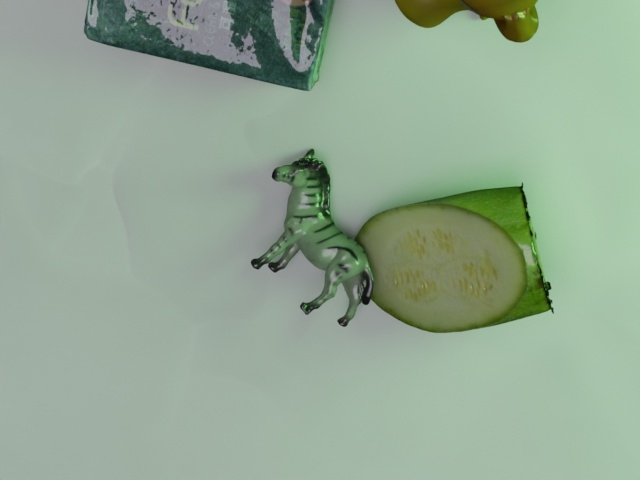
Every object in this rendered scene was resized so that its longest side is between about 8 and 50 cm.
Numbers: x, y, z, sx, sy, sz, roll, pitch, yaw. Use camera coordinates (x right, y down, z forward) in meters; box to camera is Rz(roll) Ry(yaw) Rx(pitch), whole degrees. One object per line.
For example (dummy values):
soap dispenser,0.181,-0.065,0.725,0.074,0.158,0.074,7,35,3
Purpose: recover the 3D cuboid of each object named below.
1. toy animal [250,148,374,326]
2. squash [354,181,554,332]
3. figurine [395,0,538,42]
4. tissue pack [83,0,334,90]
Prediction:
toy animal,0.001,-0.001,1.794,0.217,0.073,0.176,42,106,6
squash,0.165,0.035,1.723,0.261,0.189,0.189,-12,106,11
figurine,0.204,-0.339,1.567,0.215,0.228,0.215,17,124,26
tissue pack,-0.135,-0.340,1.693,0.316,0.103,0.228,14,109,5
